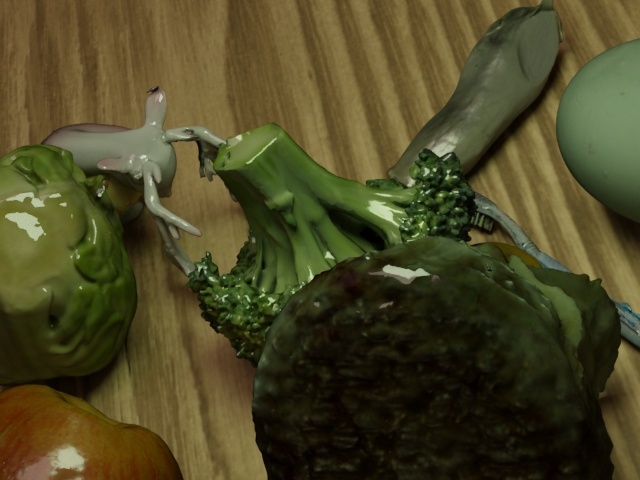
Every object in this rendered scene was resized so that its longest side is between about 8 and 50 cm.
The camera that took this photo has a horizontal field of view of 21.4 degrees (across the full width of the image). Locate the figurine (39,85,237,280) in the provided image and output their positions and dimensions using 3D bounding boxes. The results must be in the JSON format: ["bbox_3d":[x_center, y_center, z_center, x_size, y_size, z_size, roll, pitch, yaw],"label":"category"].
[{"bbox_3d":[-0.205,-0.076,2.264,0.206,0.284,0.315,-51,19,-13],"label":"figurine"}]

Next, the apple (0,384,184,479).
[{"bbox_3d":[-0.290,0.286,1.832,0.301,0.301,0.301,-16,41,14],"label":"apple"}]

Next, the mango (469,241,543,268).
[{"bbox_3d":[0.200,0.049,2.001,0.103,0.076,0.161,-47,34,-13],"label":"mango"}]

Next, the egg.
[{"bbox_3d":[0.445,-0.118,1.920,0.371,0.230,0.230,12,53,31],"label":"egg"}]

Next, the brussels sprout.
[{"bbox_3d":[-0.367,0.042,2.157,0.247,0.328,0.328,-28,38,-17],"label":"brussels sprout"}]

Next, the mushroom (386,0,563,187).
[{"bbox_3d":[0.208,-0.178,2.226,0.109,0.097,0.351,16,58,41],"label":"mushroom"}]

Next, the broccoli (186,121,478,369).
[{"bbox_3d":[0.008,0.022,1.969,0.375,0.302,0.249,-23,57,23],"label":"broccoli"}]

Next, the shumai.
[{"bbox_3d":[0.129,0.146,1.757,0.395,0.395,0.348,-13,19,17],"label":"shumai"}]

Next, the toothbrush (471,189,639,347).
[{"bbox_3d":[0.281,0.037,1.996,0.035,0.042,0.413,-4,28,-33],"label":"toothbrush"}]
